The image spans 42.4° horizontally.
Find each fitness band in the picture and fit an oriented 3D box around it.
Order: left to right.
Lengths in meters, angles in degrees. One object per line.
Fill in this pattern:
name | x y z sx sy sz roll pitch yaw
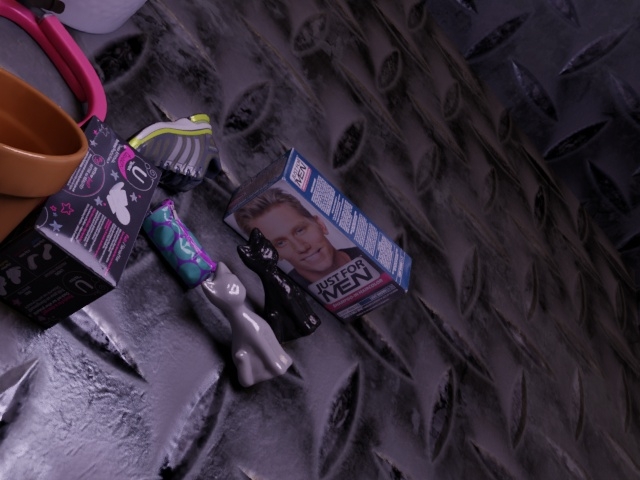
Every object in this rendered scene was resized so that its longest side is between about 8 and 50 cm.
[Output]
fitness band | -0.471 -0.281 1.340 0.290 0.054 0.209 54 33 -3

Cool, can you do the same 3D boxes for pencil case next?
pencil case | -0.237 0.005 1.390 0.151 0.070 0.064 54 33 -7

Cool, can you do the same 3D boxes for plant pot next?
plant pot | -0.462 -0.098 0.998 0.291 0.203 0.291 32 14 -9

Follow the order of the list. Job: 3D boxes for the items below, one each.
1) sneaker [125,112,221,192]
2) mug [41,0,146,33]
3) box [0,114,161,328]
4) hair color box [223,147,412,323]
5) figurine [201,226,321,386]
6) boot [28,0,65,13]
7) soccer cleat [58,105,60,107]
sneaker | -0.266 -0.140 1.446 0.121 0.111 0.300 61 35 -2
mug | -0.376 -0.619 1.495 0.276 0.328 0.373 20 48 -44
box | -0.354 -0.026 1.177 0.142 0.163 0.247 43 35 -27
hair color box | 0.000 0.000 1.610 0.347 0.174 0.105 42 37 -22
figurine | -0.109 0.108 1.410 0.209 0.092 0.215 65 31 -15
boot | -0.499 -0.421 1.377 0.114 0.037 0.106 29 0 21
soccer cleat | -0.421 -0.204 1.271 0.083 0.036 0.029 49 37 -13
